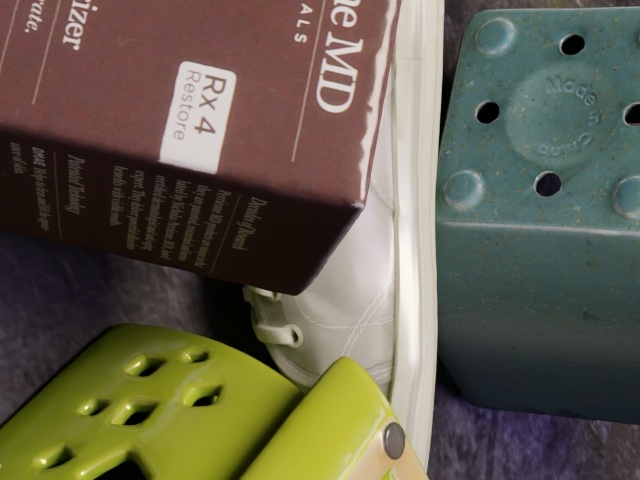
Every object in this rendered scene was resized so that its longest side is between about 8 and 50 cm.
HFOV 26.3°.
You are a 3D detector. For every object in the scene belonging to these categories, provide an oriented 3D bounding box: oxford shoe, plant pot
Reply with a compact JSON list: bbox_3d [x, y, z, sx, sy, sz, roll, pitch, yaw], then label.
[{"bbox_3d":[0.000,0.000,0.816,0.130,0.169,0.450,-3,101,-9],"label":"oxford shoe"},{"bbox_3d":[-0.051,0.190,0.672,0.228,0.207,0.227,-49,123,-41],"label":"plant pot"},{"bbox_3d":[0.190,-0.031,0.898,0.252,0.247,0.247,43,55,-57],"label":"plant pot"}]

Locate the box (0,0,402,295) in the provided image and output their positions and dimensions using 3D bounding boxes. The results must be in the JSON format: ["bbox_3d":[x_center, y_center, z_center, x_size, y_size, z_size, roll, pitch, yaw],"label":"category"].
[{"bbox_3d":[-0.077,-0.090,0.619,0.203,0.167,0.169,12,74,-6],"label":"box"}]
